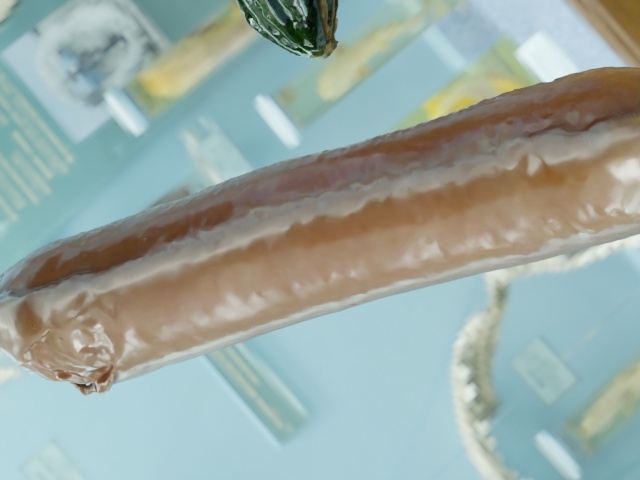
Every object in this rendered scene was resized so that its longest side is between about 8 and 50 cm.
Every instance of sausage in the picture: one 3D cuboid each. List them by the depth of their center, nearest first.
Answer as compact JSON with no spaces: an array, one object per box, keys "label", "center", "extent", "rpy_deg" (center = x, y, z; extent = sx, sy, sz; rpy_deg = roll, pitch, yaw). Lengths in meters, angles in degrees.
[{"label":"sausage","center":[0.000,0.000,0.909],"extent":[0.094,0.419,0.094],"rpy_deg":[-15,-92,-66]}]

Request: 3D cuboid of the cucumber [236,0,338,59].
[{"label":"cucumber","center":[-0.045,-0.219,0.887],"extent":[0.077,0.077,0.265],"rpy_deg":[29,137,56]}]
